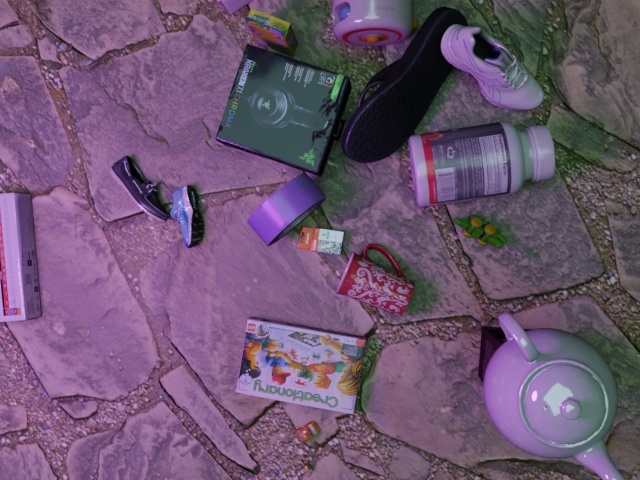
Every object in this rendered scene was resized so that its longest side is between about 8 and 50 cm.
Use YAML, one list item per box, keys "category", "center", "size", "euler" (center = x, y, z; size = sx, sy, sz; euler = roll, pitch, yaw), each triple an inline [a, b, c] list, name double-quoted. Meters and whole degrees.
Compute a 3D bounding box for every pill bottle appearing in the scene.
- category: "pill bottle"
  center: [0.377, -0.185, 1.549]
  size: [0.319, 0.176, 0.176]
  euler: [-8, 90, 5]

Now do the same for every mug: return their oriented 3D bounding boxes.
- category: "mug"
  center: [0.144, 0.096, 1.612]
  size: [0.169, 0.113, 0.150]
  euler: [24, 95, 1]

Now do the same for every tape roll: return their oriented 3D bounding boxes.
- category: "tape roll"
  center: [-0.082, -0.075, 1.588]
  size: [0.189, 0.189, 0.080]
  euler: [-41, 87, 5]

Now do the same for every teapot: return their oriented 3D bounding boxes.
- category: "teapot"
  center: [0.417, 0.275, 1.167]
  size: [0.256, 0.187, 0.252]
  euler: [13, 89, 6]

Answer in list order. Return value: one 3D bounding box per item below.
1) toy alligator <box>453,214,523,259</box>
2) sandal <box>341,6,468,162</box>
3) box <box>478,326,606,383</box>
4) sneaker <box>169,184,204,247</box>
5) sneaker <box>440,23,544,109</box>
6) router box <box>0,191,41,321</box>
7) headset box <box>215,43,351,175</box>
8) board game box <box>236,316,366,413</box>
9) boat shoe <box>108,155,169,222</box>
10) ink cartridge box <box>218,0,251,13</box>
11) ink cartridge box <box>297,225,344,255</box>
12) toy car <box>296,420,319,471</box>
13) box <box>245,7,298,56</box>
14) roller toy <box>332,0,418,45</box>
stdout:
- category: "toy alligator"
  center: [0.419, -0.018, 1.614]
  size: [0.190, 0.056, 0.051]
  euler: [29, 53, 4]
- category: "sandal"
  center: [0.196, -0.370, 1.593]
  size: [0.445, 0.167, 0.107]
  euler: [-52, 41, -7]
- category: "box"
  center: [0.475, 0.285, 1.448]
  size: [0.191, 0.381, 0.143]
  euler: [3, 89, 5]
- category: "sneaker"
  center: [-0.350, -0.059, 1.687]
  size: [0.073, 0.063, 0.162]
  euler: [-11, 84, 20]
- category: "sneaker"
  center: [0.418, -0.399, 1.542]
  size: [0.297, 0.129, 0.111]
  euler: [29, 93, -20]
- category: "router box"
  center: [-0.910, 0.051, 1.722]
  size: [0.302, 0.082, 0.335]
  euler: [-4, 91, 6]
- category: "headset box"
  center: [-0.077, -0.311, 1.612]
  size: [0.283, 0.131, 0.246]
  euler: [20, 94, 4]
- category: "board game box"
  center: [-0.049, 0.315, 1.661]
  size: [0.306, 0.053, 0.192]
  euler: [9, 92, 5]
- category: "boat shoe"
  center: [-0.455, -0.133, 1.680]
  size: [0.065, 0.075, 0.206]
  euler: [-45, 82, 8]
- category: "ink cartridge box"
  center: [-0.224, -0.739, 1.624]
  size: [0.199, 0.115, 0.272]
  euler: [-31, 88, 6]
- category: "ink cartridge box"
  center: [0.000, 0.000, 1.662]
  size: [0.115, 0.029, 0.062]
  euler: [9, 92, 5]
- category: "toy car"
  center: [-0.025, 0.528, 1.670]
  size: [0.060, 0.040, 0.121]
  euler: [-14, 89, 5]
- category: "box"
  center: [-0.118, -0.506, 1.587]
  size: [0.105, 0.179, 0.043]
  euler: [23, 94, 4]
- category: "roller toy"
  center: [0.125, -0.543, 1.559]
  size: [0.191, 0.209, 0.146]
  euler: [1, 92, 21]
